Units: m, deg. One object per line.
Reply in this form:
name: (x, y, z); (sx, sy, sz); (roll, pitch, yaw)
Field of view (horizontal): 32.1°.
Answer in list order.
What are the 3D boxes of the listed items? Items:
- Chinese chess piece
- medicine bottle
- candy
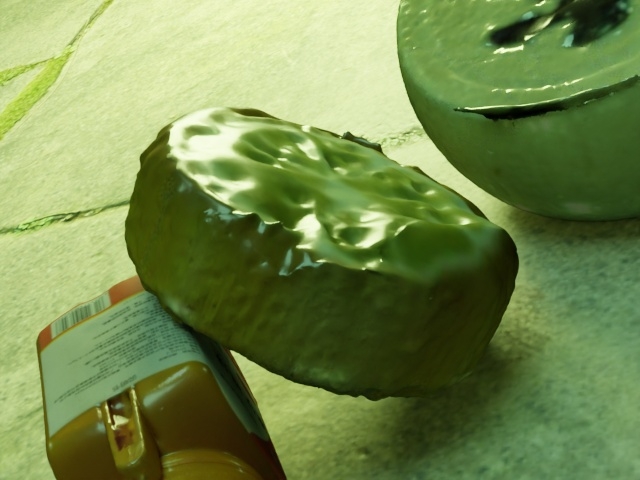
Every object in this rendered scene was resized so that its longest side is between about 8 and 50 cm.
Chinese chess piece: (0.221, -0.183, 0.831); (0.349, 0.146, 0.349); (-24, 44, 25)
medicine bottle: (-0.091, 0.133, 0.680); (0.112, 0.149, 0.222); (-29, 30, -2)
candy: (0.000, 0.000, 0.727); (0.118, 0.260, 0.260); (-68, 24, 19)
